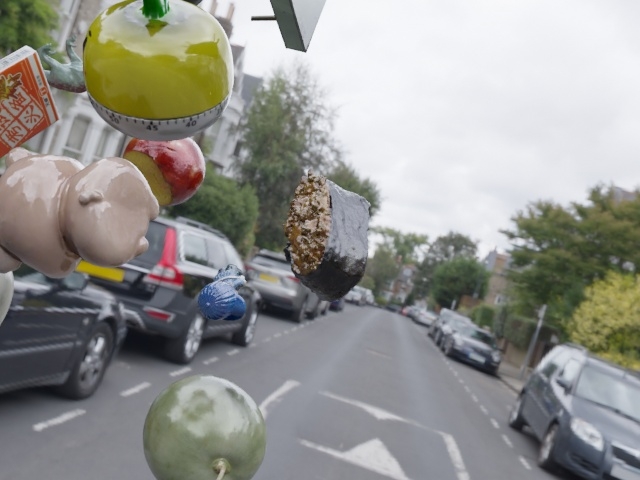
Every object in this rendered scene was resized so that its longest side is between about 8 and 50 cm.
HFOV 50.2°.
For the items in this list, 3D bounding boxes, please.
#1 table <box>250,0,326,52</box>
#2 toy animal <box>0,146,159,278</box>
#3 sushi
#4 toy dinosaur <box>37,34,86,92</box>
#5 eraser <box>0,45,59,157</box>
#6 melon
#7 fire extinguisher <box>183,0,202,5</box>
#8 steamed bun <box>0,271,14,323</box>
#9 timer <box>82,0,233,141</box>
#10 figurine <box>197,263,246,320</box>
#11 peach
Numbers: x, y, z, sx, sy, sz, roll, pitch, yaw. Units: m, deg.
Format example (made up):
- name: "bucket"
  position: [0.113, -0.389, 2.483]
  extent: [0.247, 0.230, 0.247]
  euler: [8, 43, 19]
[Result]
- name: "table"
  position: [-0.070, -0.425, 1.096]
  extent: [0.111, 0.121, 0.240]
  euler: [17, -12, 11]
- name: "toy animal"
  position: [-0.394, -0.039, 1.094]
  extent: [0.229, 0.210, 0.221]
  euler: [20, -21, -38]
- name: "sushi"
  position: [0.000, 0.000, 1.789]
  extent: [0.207, 0.234, 0.348]
  euler: [32, 36, -26]
- name: "toy dinosaur"
  position: [-0.554, -0.356, 1.486]
  extent: [0.242, 0.167, 0.053]
  euler: [-7, 17, 3]
- name: "eraser"
  position: [-0.585, -0.226, 1.222]
  extent: [0.038, 0.230, 0.157]
  euler: [30, -35, 22]
- name: "melon"
  position: [-0.247, 0.410, 1.439]
  extent: [0.308, 0.272, 0.272]
  euler: [15, -3, 42]
- name: "fire extinguisher"
  position: [-0.288, -0.586, 1.548]
  extent: [0.095, 0.114, 0.311]
  euler: [24, -27, -34]
- name: "steamed bun"
  position: [-1.115, 0.164, 2.068]
  extent: [0.334, 0.374, 0.334]
  euler: [14, -25, 7]
- name: "timer"
  position: [-0.279, -0.338, 1.174]
  extent: [0.285, 0.285, 0.285]
  euler: [17, -2, 1]
- name: "figurine"
  position: [-0.186, 0.098, 1.331]
  extent: [0.086, 0.087, 0.149]
  euler: [-21, 28, 16]
- name: "peach"
  position: [-0.359, -0.160, 1.553]
  extent: [0.190, 0.190, 0.192]
  euler: [17, 30, -11]
